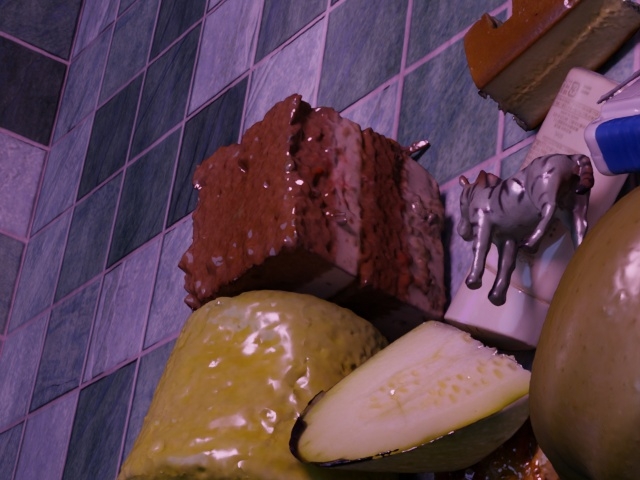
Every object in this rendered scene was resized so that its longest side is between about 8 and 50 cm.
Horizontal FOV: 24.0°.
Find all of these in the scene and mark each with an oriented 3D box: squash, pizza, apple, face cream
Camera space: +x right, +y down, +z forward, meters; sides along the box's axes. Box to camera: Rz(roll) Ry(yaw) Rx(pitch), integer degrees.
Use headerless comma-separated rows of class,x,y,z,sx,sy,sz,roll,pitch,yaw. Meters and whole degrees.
squash,0.089,0.180,1.653,0.237,0.155,0.204,28,93,60
pizza,0.189,0.255,1.684,0.336,0.086,0.226,-62,29,12
apple,0.361,0.113,1.433,0.360,0.311,0.320,-60,-14,-2
face cream,0.266,-0.027,1.758,0.349,0.081,0.173,-64,26,6

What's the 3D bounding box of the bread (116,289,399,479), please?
bread,-0.065,0.247,1.865,0.348,0.348,0.308,-33,40,48

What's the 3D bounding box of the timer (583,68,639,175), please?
timer,0.393,-0.154,1.490,0.253,0.078,0.178,-33,13,-28

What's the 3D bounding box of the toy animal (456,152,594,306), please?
toy animal,0.207,-0.013,1.672,0.255,0.090,0.170,-5,60,57

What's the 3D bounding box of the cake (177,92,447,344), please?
cake,0.000,0.000,1.991,0.282,0.290,0.256,-35,43,45

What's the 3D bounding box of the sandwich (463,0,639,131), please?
sandwich,0.292,-0.257,1.851,0.235,0.122,0.128,-41,41,37

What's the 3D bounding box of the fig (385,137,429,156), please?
fig,0.077,-0.103,2.169,0.119,0.153,0.119,168,90,-83
